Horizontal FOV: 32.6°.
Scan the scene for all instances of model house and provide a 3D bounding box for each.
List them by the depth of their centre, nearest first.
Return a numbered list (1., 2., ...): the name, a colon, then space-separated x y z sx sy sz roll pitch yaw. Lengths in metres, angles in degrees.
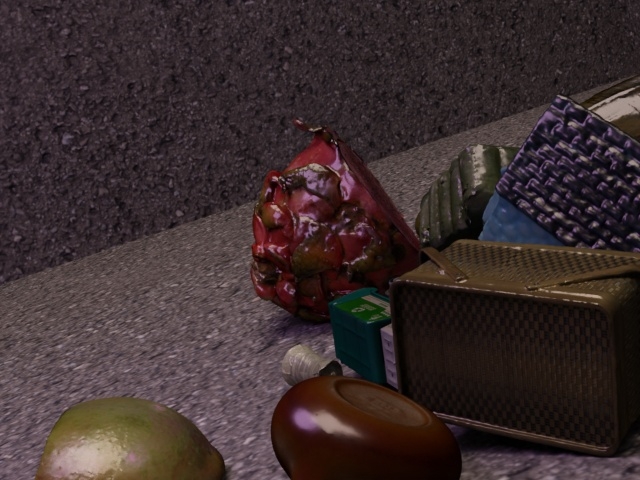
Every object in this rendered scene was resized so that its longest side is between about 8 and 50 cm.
1. model house: 0.360 -0.066 1.358 0.226 0.241 0.261 -28 54 -36

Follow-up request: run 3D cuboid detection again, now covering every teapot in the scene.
1. teapot: 0.042 0.205 1.018 0.178 0.135 0.252 29 12 25
2. teapot: -0.004 0.172 1.427 0.067 0.057 0.083 21 -6 -34

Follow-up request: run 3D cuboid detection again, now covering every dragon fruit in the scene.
1. dragon fruit: 0.000 0.000 1.785 0.263 0.314 0.296 -39 -17 10

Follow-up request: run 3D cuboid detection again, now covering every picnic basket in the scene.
1. picnic basket: 0.208 0.097 1.106 0.267 0.165 0.139 6 22 35

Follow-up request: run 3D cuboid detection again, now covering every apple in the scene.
1. apple: -0.203 0.237 1.194 0.193 0.120 0.265 -2 15 7

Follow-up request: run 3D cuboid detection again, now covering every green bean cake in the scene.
1. green bean cake: 0.269 -0.040 1.640 0.223 0.124 0.227 6 -30 -17

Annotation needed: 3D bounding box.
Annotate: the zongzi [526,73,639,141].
1. zongzi: 0.634 -0.171 2.016 0.403 0.207 0.432 -24 25 -16

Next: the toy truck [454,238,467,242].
1. toy truck: 0.260 0.045 1.539 0.208 0.113 0.126 -14 10 -4

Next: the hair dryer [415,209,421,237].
1. hair dryer: 0.322 -0.037 1.997 0.279 0.090 0.135 -10 9 -6

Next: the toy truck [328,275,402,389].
1. toy truck: 0.100 0.119 1.358 0.124 0.114 0.253 -12 12 -17
